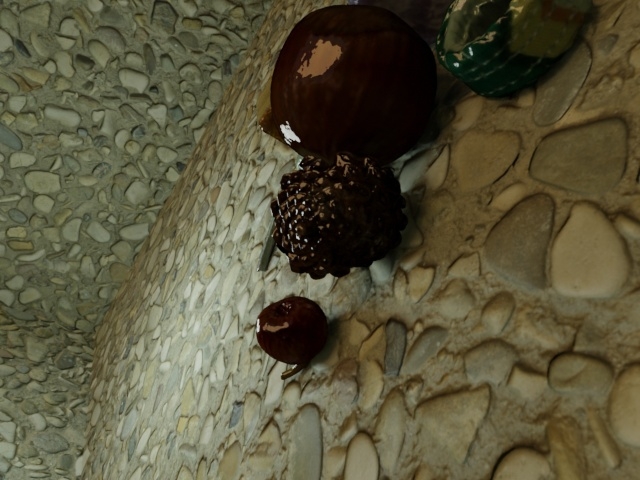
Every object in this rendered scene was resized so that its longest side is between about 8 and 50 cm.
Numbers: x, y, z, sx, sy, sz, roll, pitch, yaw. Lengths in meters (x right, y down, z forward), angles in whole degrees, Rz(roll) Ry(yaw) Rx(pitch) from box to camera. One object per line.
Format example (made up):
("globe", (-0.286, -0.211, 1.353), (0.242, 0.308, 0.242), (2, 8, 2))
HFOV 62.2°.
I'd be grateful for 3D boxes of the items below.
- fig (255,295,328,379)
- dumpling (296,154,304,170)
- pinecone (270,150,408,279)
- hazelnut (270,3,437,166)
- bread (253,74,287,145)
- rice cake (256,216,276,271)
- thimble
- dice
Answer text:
("fig", (-0.055, 0.243, 1.308), (0.175, 0.207, 0.175), (-19, 25, 9))
("dumpling", (0.017, -0.258, 1.566), (0.216, 0.149, 0.105), (-59, 27, 18))
("pinecone", (0.049, -0.066, 1.210), (0.242, 0.296, 0.298), (47, 130, 48))
("hazelnut", (0.075, -0.368, 1.314), (0.420, 0.421, 0.353), (-57, -3, 14))
("bread", (-0.020, -0.423, 1.632), (0.279, 0.279, 0.207), (-54, 28, 26))
("rice cake", (-0.174, 0.011, 1.801), (0.033, 0.033, 0.207), (-21, 50, 66))
("thimble", (0.380, -0.436, 1.068), (0.288, 0.167, 0.254), (-23, 49, 53))
("dice", (0.248, -0.700, 1.404), (0.271, 0.270, 0.270), (-21, 50, 54))
